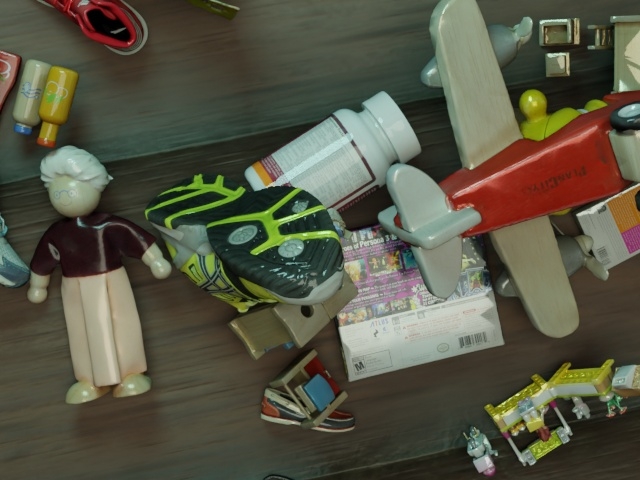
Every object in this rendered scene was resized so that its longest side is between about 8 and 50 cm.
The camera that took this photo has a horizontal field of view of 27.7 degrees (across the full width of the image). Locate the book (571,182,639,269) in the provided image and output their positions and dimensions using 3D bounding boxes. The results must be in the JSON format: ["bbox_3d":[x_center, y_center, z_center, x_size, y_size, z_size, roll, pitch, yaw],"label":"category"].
[{"bbox_3d":[0.445,-0.029,1.859,0.144,0.035,0.096,-27,101,-2],"label":"book"}]

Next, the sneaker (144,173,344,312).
[{"bbox_3d":[-0.079,0.018,1.655,0.145,0.385,0.147,-34,119,-19],"label":"sneaker"}]

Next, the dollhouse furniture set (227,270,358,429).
[{"bbox_3d":[-0.002,0.139,1.758,0.129,0.129,0.183,-41,101,-33],"label":"dollhouse furniture set"}]

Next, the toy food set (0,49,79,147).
[{"bbox_3d":[-0.441,-0.202,1.703,0.232,0.111,0.104,15,94,-10],"label":"toy food set"}]

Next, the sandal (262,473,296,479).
[{"bbox_3d":[-0.002,0.381,1.851,0.179,0.040,0.067,15,94,-8],"label":"sandal"}]

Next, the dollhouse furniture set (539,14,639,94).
[{"bbox_3d":[0.389,-0.220,1.820,0.161,0.101,0.182,1,97,18],"label":"dollhouse furniture set"}]

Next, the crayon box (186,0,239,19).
[{"bbox_3d":[-0.239,-0.386,1.662,0.318,0.202,0.081,24,93,-9],"label":"crayon box"}]

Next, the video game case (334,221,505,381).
[{"bbox_3d":[0.127,0.071,1.830,0.232,0.042,0.210,-14,98,-5],"label":"video game case"}]

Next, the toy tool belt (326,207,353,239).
[{"bbox_3d":[0.000,0.000,1.715,0.083,0.052,0.051,-37,59,6],"label":"toy tool belt"}]

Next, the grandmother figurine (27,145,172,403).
[{"bbox_3d":[-0.304,0.040,1.750,0.208,0.104,0.342,-11,98,1],"label":"grandmother figurine"}]

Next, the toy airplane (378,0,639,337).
[{"bbox_3d":[0.254,-0.091,1.718,0.384,0.272,0.386,21,110,-12],"label":"toy airplane"}]

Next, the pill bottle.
[{"bbox_3d":[0.018,-0.102,1.759,0.221,0.121,0.121,-33,99,-2],"label":"pill bottle"}]

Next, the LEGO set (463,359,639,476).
[{"bbox_3d":[0.348,0.251,1.829,0.287,0.132,0.107,-27,105,20],"label":"LEGO set"}]

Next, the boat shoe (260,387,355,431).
[{"bbox_3d":[-0.016,0.240,1.832,0.137,0.049,0.043,10,96,-2],"label":"boat shoe"}]

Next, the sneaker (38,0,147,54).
[{"bbox_3d":[-0.320,-0.328,1.694,0.221,0.128,0.087,32,92,-9],"label":"sneaker"}]

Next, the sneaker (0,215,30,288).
[{"bbox_3d":[-0.471,-0.060,1.720,0.122,0.110,0.283,-41,99,-4],"label":"sneaker"}]
